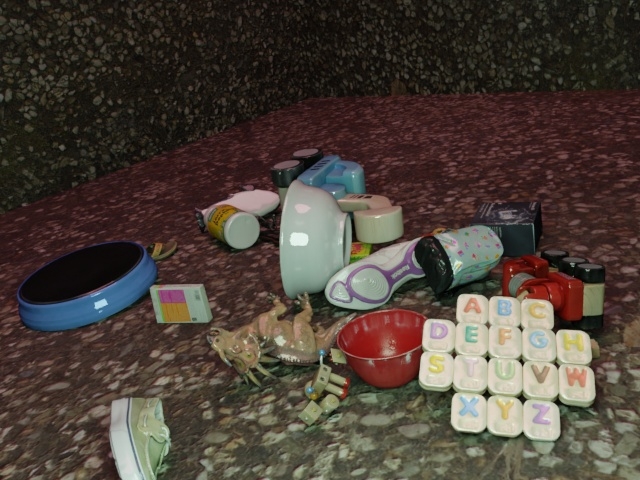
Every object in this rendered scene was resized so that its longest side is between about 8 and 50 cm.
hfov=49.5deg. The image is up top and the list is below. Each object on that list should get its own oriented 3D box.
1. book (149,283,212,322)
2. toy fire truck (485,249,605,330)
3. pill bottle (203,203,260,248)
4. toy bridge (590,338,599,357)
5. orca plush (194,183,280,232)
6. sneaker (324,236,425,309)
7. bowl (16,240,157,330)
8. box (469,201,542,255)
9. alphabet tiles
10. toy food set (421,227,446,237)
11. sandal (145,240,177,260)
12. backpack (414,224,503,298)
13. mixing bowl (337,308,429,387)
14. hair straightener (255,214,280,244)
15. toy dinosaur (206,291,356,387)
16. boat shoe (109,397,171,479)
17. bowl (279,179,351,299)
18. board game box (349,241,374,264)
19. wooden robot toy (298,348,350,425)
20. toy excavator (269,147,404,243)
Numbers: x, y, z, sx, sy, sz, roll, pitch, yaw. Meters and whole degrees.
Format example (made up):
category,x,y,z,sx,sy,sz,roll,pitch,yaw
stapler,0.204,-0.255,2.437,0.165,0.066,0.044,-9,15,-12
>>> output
category,x,y,z,sx,sy,sz,roll,pitch,yaw
book,-0.344,0.154,1.704,0.144,0.096,0.035,-2,23,22
toy fire truck,0.402,0.117,1.366,0.247,0.158,0.217,-3,11,-8
pill bottle,-0.285,-0.050,2.168,0.118,0.117,0.208,-22,24,-26
toy bridge,0.421,0.206,1.293,0.188,0.026,0.063,-9,20,5
orca plush,-0.275,-0.090,2.360,0.287,0.102,0.151,-27,69,-12
sneaker,0.140,0.086,1.670,0.305,0.114,0.152,-21,3,-22
bowl,-0.659,0.115,1.953,0.392,0.077,0.391,-11,24,5
box,0.478,-0.031,1.778,0.159,0.093,0.156,0,24,24
alphabet tiles,0.314,0.204,1.180,0.284,0.021,0.277,3,48,12
toy food set,0.316,-0.008,1.898,0.083,0.020,0.082,-14,21,-8
sandal,-0.524,0.036,2.161,0.180,0.049,0.072,-26,26,-34
backpack,0.324,0.040,1.584,0.182,0.151,0.115,-11,-24,-21
mixing bowl,0.128,0.215,1.314,0.182,0.098,0.181,-9,22,4
hair straightener,-0.136,-0.037,2.105,0.047,0.088,0.230,-7,13,-36
toy dinosaur,-0.074,0.211,1.411,0.296,0.127,0.200,1,29,-2
boat shoe,-0.308,0.343,1.198,0.094,0.109,0.302,-15,19,-15
bowl,0.000,0.000,1.679,0.134,0.297,0.298,2,23,12
board game box,0.048,0.046,1.860,0.182,0.043,0.092,-6,21,13
wooden robot toy,0.002,0.280,1.283,0.076,0.079,0.173,31,41,-7
toy excavator,0.068,-0.124,2.037,0.446,0.222,0.433,1,23,24
